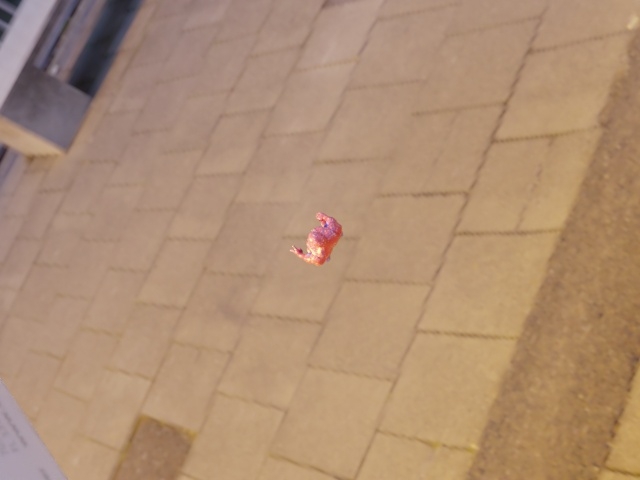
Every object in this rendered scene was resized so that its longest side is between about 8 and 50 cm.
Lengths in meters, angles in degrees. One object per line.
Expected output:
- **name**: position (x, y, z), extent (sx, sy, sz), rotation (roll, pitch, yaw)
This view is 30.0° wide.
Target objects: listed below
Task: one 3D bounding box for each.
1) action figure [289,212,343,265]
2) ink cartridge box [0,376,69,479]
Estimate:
- **action figure**: position (0.000, 0.000, 0.873), extent (0.038, 0.030, 0.115), rotation (-57, 0, 0)
- **ink cartridge box**: position (-0.220, 0.080, 0.274), extent (0.091, 0.308, 0.385), rotation (-38, -7, 22)
